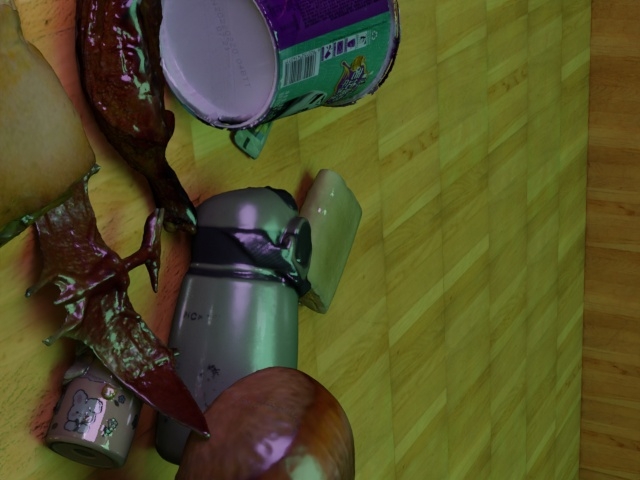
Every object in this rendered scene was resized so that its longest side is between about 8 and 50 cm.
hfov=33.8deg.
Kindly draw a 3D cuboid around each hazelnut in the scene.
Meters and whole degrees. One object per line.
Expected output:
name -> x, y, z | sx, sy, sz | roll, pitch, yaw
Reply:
hazelnut -> -0.048, 0.250, 1.132 | 0.214, 0.176, 0.214 | 6, 80, -34

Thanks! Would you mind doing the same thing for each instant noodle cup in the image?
instant noodle cup -> -0.062, -0.244, 1.214 | 0.190, 0.251, 0.251 | -33, 126, -44

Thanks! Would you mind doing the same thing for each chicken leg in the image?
chicken leg -> -0.199, -0.164, 1.132 | 0.158, 0.096, 0.407 | -73, 159, -56

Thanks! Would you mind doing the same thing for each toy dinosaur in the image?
toy dinosaur -> -0.202, 0.045, 1.076 | 0.206, 0.113, 0.327 | 7, 72, -50

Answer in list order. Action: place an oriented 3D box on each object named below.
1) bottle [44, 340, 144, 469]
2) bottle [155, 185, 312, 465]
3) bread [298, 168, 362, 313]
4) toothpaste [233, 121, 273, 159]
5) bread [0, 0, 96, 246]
bottle -> -0.236, 0.163, 1.149 | 0.099, 0.099, 0.152 | 54, 44, -52
bottle -> -0.103, 0.104, 1.293 | 0.168, 0.168, 0.347 | 10, 86, -61
bread -> 0.000, 0.000, 1.559 | 0.178, 0.060, 0.139 | -68, 150, -24
toothpaste -> -0.059, -0.235, 1.420 | 0.067, 0.037, 0.255 | 41, 65, -57
bread -> -0.329, -0.107, 0.801 | 0.314, 0.191, 0.370 | -48, 136, -44
